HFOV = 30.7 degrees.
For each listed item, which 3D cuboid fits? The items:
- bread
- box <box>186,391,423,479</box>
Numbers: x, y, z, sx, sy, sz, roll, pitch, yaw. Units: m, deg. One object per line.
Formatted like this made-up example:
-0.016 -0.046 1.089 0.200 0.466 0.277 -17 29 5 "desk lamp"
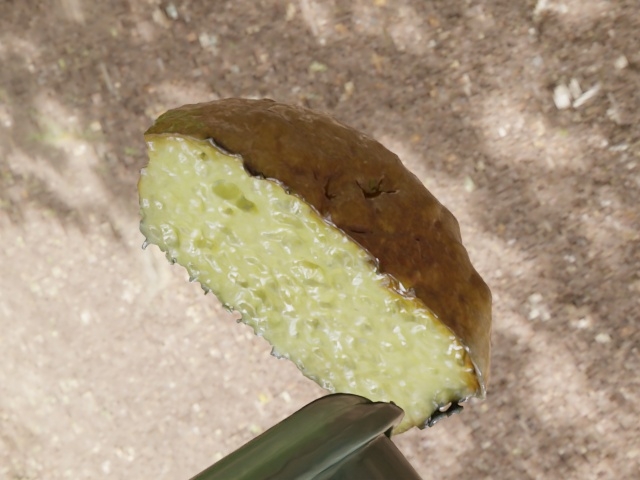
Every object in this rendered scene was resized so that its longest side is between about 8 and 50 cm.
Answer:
0.008 -0.001 0.756 0.260 0.134 0.129 43 136 -2 "bread"
0.012 0.205 0.468 0.178 0.138 0.274 46 149 25 "box"
